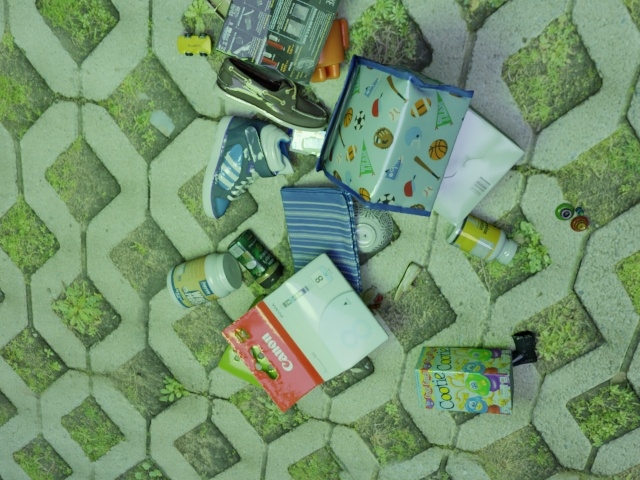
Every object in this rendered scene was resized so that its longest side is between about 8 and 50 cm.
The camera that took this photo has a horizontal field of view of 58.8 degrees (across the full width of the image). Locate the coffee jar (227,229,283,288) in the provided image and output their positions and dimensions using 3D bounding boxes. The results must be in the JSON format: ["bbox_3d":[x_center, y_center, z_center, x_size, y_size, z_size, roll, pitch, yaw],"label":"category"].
[{"bbox_3d":[-0.198,0.060,1.764,0.079,0.096,0.184,-37,102,23],"label":"coffee jar"}]

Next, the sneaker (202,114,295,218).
[{"bbox_3d":[-0.199,-0.189,1.647,0.236,0.130,0.322,17,106,9],"label":"sneaker"}]

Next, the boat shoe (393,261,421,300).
[{"bbox_3d":[0.266,0.133,1.735,0.045,0.050,0.135,25,113,6],"label":"boat shoe"}]

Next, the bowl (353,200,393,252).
[{"bbox_3d":[0.130,-0.027,1.682,0.170,0.080,0.170,3,110,8],"label":"bowl"}]

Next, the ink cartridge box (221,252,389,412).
[{"bbox_3d":[-0.047,0.269,1.636,0.385,0.091,0.308,-37,90,-4],"label":"ink cartridge box"}]

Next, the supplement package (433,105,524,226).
[{"bbox_3d":[0.374,-0.211,1.534,0.204,0.145,0.262,37,113,-5],"label":"supplement package"}]

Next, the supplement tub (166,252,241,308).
[{"bbox_3d":[-0.365,0.124,1.790,0.200,0.144,0.144,-18,107,16],"label":"supplement tub"}]

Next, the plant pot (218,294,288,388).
[{"bbox_3d":[-0.160,0.313,1.791,0.227,0.228,0.207,24,105,0],"label":"plant pot"}]

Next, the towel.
[{"bbox_3d":[0.000,0.000,1.691,0.243,0.040,0.335,5,115,33],"label":"towel"}]

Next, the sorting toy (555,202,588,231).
[{"bbox_3d":[0.710,-0.063,1.588,0.102,0.042,0.061,35,112,-4],"label":"sorting toy"}]

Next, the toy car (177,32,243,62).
[{"bbox_3d":[-0.249,-0.554,1.562,0.239,0.053,0.225,35,112,-5],"label":"toy car"}]

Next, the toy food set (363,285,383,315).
[{"bbox_3d":[0.155,0.205,1.801,0.078,0.019,0.122,39,104,-6],"label":"toy food set"}]

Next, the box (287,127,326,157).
[{"bbox_3d":[-0.031,-0.288,1.639,0.136,0.028,0.081,13,113,3],"label":"box"}]

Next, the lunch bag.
[{"bbox_3d":[0.143,-0.280,1.433,0.239,0.385,0.327,8,112,-28],"label":"lunch bag"}]

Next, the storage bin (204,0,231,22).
[{"bbox_3d":[-0.209,-0.703,1.425,0.260,0.123,0.262,-43,97,8],"label":"storage bin"}]

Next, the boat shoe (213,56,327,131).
[{"bbox_3d":[-0.122,-0.393,1.538,0.325,0.116,0.096,20,127,-12],"label":"boat shoe"}]

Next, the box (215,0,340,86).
[{"bbox_3d":[-0.089,-0.559,1.359,0.243,0.076,0.307,18,106,-14],"label":"box"}]

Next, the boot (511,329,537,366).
[{"bbox_3d":[0.611,0.335,1.757,0.121,0.045,0.099,-12,108,11],"label":"boot"}]

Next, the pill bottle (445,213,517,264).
[{"bbox_3d":[0.460,-0.003,1.621,0.184,0.103,0.103,25,113,-1],"label":"pill bottle"}]

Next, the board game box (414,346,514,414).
[{"bbox_3d":[0.443,0.425,1.742,0.276,0.144,0.142,-3,110,22],"label":"board game box"}]

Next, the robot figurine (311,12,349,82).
[{"bbox_3d":[-0.008,-0.529,1.488,0.158,0.128,0.219,-6,109,12],"label":"robot figurine"}]
